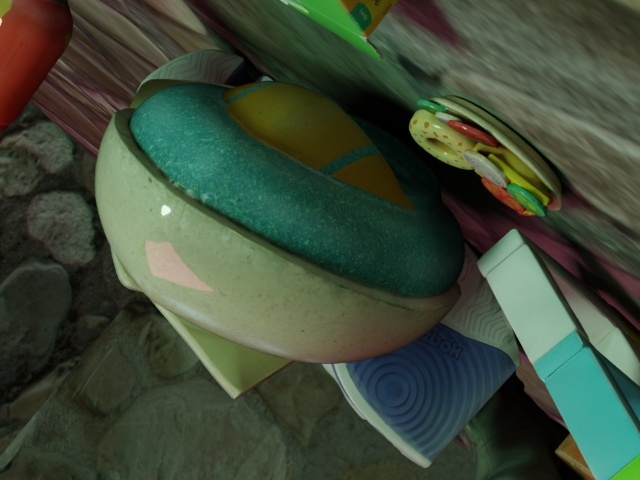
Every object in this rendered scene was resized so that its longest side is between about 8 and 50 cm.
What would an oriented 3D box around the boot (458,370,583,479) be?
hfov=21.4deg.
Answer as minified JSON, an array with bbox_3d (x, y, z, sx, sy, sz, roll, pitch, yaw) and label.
[{"bbox_3d":[0.115,0.139,1.235,0.161,0.083,0.246,54,-164,12],"label":"boot"}]

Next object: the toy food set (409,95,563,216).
[{"bbox_3d":[0.078,-0.039,0.791,0.083,0.020,0.082,40,174,2],"label":"toy food set"}]

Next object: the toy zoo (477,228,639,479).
[{"bbox_3d":[0.173,0.105,0.827,0.192,0.030,0.293,38,-163,-31],"label":"toy zoo"}]

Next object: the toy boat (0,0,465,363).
[{"bbox_3d":[-0.061,-0.063,0.906,0.318,0.148,0.267,35,-168,15],"label":"toy boat"}]

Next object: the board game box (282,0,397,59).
[{"bbox_3d":[-0.056,-0.163,0.614,0.124,0.039,0.259,36,171,35],"label":"board game box"}]

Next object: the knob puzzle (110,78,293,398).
[{"bbox_3d":[-0.052,-0.016,1.033,0.213,0.213,0.030,39,143,-1],"label":"knob puzzle"}]

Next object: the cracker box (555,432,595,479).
[{"bbox_3d":[0.288,0.212,1.178,0.232,0.067,0.156,43,174,-28],"label":"cracker box"}]

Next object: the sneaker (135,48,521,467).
[{"bbox_3d":[-0.001,-0.001,1.176,0.315,0.127,0.182,47,177,-4],"label":"sneaker"}]
